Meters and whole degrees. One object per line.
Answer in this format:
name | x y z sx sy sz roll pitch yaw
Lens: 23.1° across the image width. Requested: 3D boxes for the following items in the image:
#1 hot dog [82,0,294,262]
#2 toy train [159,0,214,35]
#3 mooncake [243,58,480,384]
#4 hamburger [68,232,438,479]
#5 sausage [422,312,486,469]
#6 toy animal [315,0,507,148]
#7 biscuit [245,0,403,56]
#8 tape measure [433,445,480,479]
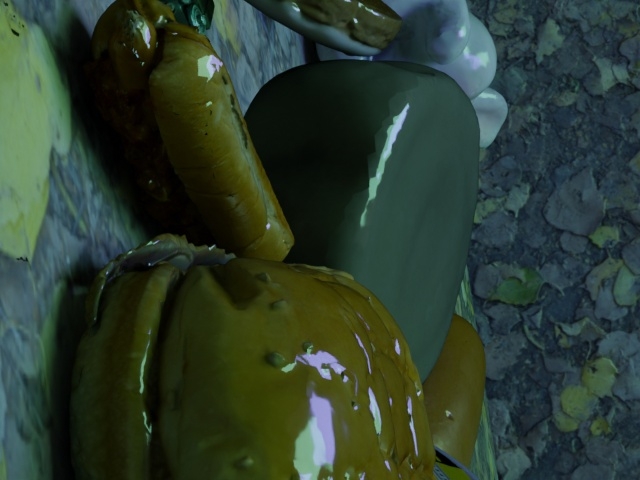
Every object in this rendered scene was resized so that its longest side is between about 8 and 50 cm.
hot dog | -0.085 -0.056 0.948 0.102 0.076 0.249 43 -15 33
toy train | -0.108 -0.194 1.039 0.071 0.038 0.148 -91 167 -48
mooncake | 0.024 -0.011 1.166 0.275 0.135 0.275 -34 130 -54
hamburger | -0.028 0.132 0.871 0.318 0.158 0.318 -13 90 -75
sausage | 0.121 0.204 1.755 0.354 0.116 0.134 -73 162 -60
toy animal | 0.091 -0.227 1.729 0.241 0.196 0.367 -87 162 -53
biscuit | -0.029 -0.192 1.147 0.181 0.049 0.208 25 13 -32
tape measure | 0.054 0.212 1.202 0.105 0.196 0.178 -64 -156 10
